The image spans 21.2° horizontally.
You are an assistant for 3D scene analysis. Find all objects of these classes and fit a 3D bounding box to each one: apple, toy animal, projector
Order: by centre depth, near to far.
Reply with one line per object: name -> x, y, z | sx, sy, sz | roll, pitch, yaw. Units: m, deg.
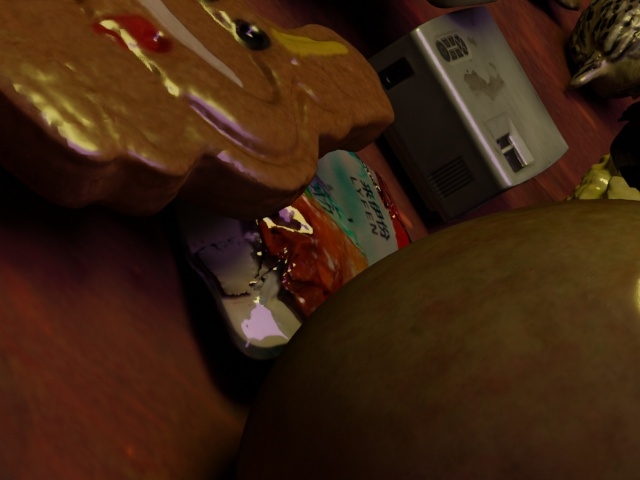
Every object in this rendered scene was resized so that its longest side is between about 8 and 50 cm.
apple -> 0.102, 0.109, 0.696 | 0.257, 0.234, 0.256 | 50, 25, -34
projector -> 0.088, -0.079, 1.066 | 0.115, 0.061, 0.147 | 58, 26, 1
toy animal -> 0.242, -0.165, 1.407 | 0.137, 0.098, 0.098 | -9, 68, -39

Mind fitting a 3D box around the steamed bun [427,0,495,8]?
steamed bun -> 0.054, -0.219, 1.054 | 0.228, 0.130, 0.177 | 13, 20, -47

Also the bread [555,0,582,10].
bread -> 0.190, -0.330, 1.431 | 0.251, 0.133, 0.174 | 54, 25, -9

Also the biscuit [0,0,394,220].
biscuit -> -0.066, -0.087, 0.780 | 0.186, 0.044, 0.295 | 40, 26, 2

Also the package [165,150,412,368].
package -> 0.000, 0.000, 0.852 | 0.232, 0.040, 0.166 | 17, 45, -55

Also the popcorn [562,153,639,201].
popcorn -> 0.234, -0.006, 1.169 | 0.141, 0.162, 0.135 | 16, 75, -6

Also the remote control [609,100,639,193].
remote control -> 0.282, 0.089, 0.783 | 0.399, 0.062, 0.144 | 48, -17, -8
